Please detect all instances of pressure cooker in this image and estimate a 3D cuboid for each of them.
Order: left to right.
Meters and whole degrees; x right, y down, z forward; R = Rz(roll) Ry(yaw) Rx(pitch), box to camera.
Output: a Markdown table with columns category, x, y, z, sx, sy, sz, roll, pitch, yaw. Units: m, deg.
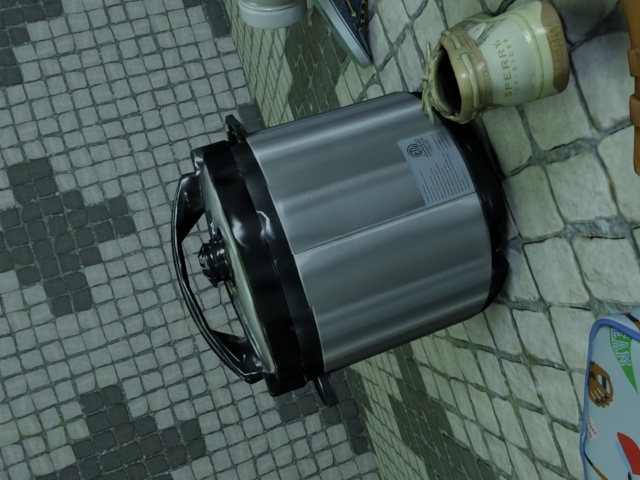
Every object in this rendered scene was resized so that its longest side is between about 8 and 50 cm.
| category | x | y | z | sx | sy | sz | roll | pitch | yaw |
| --- | --- | --- | --- | --- | --- | --- | --- | --- | --- |
| pressure cooker | 0.000 | -0.003 | 0.727 | 0.370 | 0.420 | 0.375 | -124 | 19 | -52 |

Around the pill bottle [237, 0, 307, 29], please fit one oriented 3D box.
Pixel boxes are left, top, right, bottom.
| category | x | y | z | sx | sy | sz | roll | pitch | yaw |
| --- | --- | --- | --- | --- | --- | --- | --- | --- | --- |
| pill bottle | -0.106 | -0.581 | 0.910 | 0.334 | 0.188 | 0.188 | 86 | 162 | -51 |

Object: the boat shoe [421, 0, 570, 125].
| category | x | y | z | sx | sy | sz | roll | pitch | yaw |
| --- | --- | --- | --- | --- | --- | --- | --- | --- | --- |
| boat shoe | 0.145 | -0.173 | 0.506 | 0.285 | 0.089 | 0.104 | -87 | -23 | -79 |

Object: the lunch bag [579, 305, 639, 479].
| category | x | y | z | sx | sy | sz | roll | pitch | yaw |
| --- | --- | --- | --- | --- | --- | --- | --- | --- | --- |
| lunch bag | 0.312 | 0.198 | 0.343 | 0.243 | 0.115 | 0.303 | -145 | 39 | -68 |

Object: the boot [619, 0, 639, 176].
| category | x | y | z | sx | sy | sz | roll | pitch | yaw |
| --- | --- | --- | --- | --- | --- | --- | --- | --- | --- |
| boot | 0.219 | -0.150 | 0.306 | 0.283 | 0.109 | 0.220 | 42 | 153 | 54 |

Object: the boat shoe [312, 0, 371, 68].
| category | x | y | z | sx | sy | sz | roll | pitch | yaw |
| --- | --- | --- | --- | --- | --- | --- | --- | --- | --- |
| boat shoe | 0.053 | -0.377 | 0.818 | 0.183 | 0.083 | 0.065 | 46 | -173 | -37 |
